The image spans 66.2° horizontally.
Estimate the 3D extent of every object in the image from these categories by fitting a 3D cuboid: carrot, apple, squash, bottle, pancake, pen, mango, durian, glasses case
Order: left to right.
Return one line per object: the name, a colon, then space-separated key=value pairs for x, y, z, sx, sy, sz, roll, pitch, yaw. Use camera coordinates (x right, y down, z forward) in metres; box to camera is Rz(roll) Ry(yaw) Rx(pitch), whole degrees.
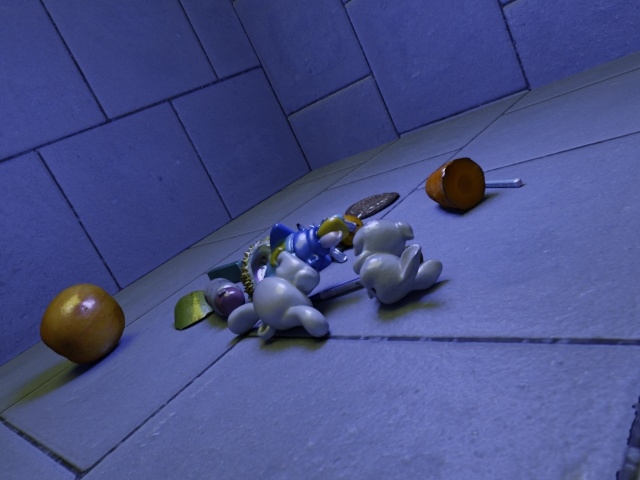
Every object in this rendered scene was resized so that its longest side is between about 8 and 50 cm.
apple: x=-0.901 y=0.322 z=1.854 sx=0.298 sy=0.299 sz=0.275 roll=-16 pitch=35 yaw=38
squash: x=-0.459 y=0.235 z=1.769 sx=0.191 sy=0.085 sz=0.184 roll=-29 pitch=13 yaw=-2
bottle: x=-0.311 y=0.189 z=1.614 sx=0.109 sy=0.110 sz=0.233 roll=-31 pitch=14 yaw=-18
glasses case: x=-0.374 y=0.136 z=1.990 sx=0.184 sy=0.078 sz=0.039 roll=-17 pitch=13 yaw=33
durian: x=-0.167 y=0.088 z=1.659 sx=0.166 sy=0.172 sz=0.306 roll=12 pitch=25 yaw=30
pen: x=0.037 y=0.138 z=1.338 sx=0.204 sy=0.025 sz=0.025 roll=-22 pitch=14 yaw=20
mango: x=0.097 y=-0.037 z=1.740 sx=0.115 sy=0.090 sz=0.178 roll=-44 pitch=21 yaw=-13
pancake: x=0.211 y=-0.150 z=2.065 sx=0.249 sy=0.031 sz=0.250 roll=-24 pitch=15 yaw=7
carrot: x=0.401 y=-0.178 z=1.566 sx=0.159 sy=0.159 sz=0.225 roll=-30 pitch=12 yaw=-13

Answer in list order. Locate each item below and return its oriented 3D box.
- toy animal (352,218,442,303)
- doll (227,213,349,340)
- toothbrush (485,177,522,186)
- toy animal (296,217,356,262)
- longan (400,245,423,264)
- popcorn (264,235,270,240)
toy animal: x=0.165 y=0.044 z=1.146 sx=0.178 sy=0.127 sz=0.193 roll=-36 pitch=44 yaw=12
doll: x=-0.068 y=0.103 z=1.319 sx=0.375 sy=0.187 sz=0.366 roll=5 pitch=60 yaw=35
toothbrush: x=0.532 y=-0.185 z=1.616 sx=0.030 sy=0.025 sz=0.342 roll=-37 pitch=16 yaw=-15
toy animal: x=0.000 y=0.000 z=1.659 sx=0.239 sy=0.255 sz=0.176 roll=-48 pitch=-21 yaw=-2
longan: x=0.217 y=0.045 z=1.232 sx=0.075 sy=0.083 sz=0.075 roll=-46 pitch=-17 yaw=-19
popcorn: x=-0.159 y=0.031 z=1.897 sx=0.145 sy=0.126 sz=0.126 roll=-30 pitch=19 yaw=28
